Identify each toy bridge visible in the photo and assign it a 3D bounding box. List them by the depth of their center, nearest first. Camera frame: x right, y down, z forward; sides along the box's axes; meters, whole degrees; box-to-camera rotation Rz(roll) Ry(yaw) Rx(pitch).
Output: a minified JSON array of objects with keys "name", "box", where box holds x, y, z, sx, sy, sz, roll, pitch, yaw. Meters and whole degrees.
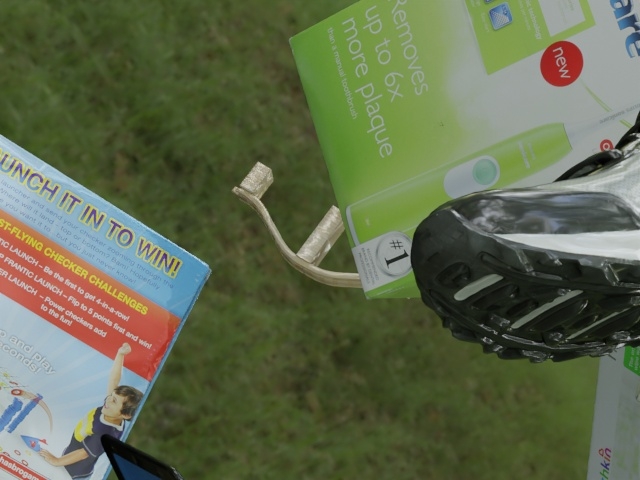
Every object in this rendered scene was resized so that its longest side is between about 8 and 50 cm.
[{"name":"toy bridge","box":[0.000,0.000,1.206,0.188,0.063,0.026,30,-19,17]}]

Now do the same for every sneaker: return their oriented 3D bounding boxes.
[{"name":"sneaker","box":[0.144,-0.019,0.561,0.272,0.100,0.108,-9,74,-34]}]

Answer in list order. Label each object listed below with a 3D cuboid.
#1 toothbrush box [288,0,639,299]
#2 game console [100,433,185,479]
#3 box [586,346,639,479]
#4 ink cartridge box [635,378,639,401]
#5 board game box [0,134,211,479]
[{"name":"toothbrush box","box":[0.144,-0.099,0.965,0.122,0.283,0.206,3,68,-58]},{"name":"game console","box":[-0.086,0.162,0.661,0.071,0.107,0.122,33,-12,-21]},{"name":"box","box":[0.404,0.208,1.458,0.231,0.127,0.261,36,-50,55]},{"name":"ink cartridge box","box":[0.419,0.097,1.140,0.201,0.278,0.117,-30,135,-65]},{"name":"board game box","box":[-0.276,0.069,0.978,0.308,0.086,0.302,33,55,-12]}]
